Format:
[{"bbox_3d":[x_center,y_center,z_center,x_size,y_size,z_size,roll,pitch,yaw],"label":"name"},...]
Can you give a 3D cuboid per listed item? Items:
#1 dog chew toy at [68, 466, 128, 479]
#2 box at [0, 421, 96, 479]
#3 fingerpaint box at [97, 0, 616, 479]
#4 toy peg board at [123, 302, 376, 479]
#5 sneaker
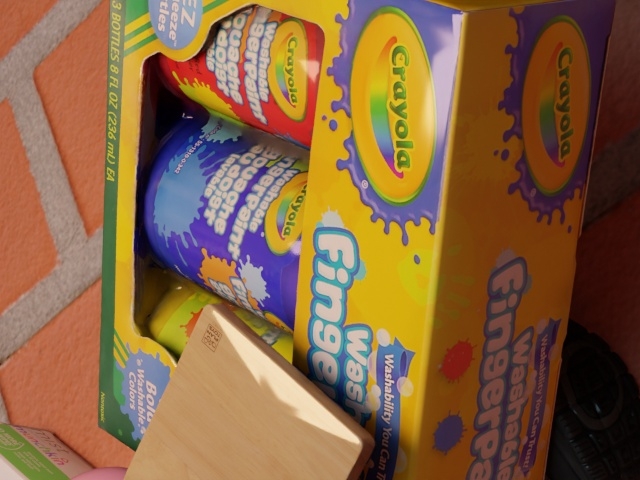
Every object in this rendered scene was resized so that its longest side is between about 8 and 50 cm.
[{"bbox_3d":[-0.155,0.278,1.234,0.206,0.332,0.206,-172,90,-74],"label":"dog chew toy"},{"bbox_3d":[-0.276,0.339,1.460,0.262,0.127,0.231,30,101,41],"label":"box"},{"bbox_3d":[0.000,0.000,1.118,0.371,0.163,0.445,25,119,42],"label":"fingerpaint box"},{"bbox_3d":[-0.034,0.151,1.035,0.161,0.079,0.160,39,113,31],"label":"toy peg board"},{"bbox_3d":[0.149,0.102,1.178,0.130,0.109,0.286,-49,62,37],"label":"sneaker"}]
